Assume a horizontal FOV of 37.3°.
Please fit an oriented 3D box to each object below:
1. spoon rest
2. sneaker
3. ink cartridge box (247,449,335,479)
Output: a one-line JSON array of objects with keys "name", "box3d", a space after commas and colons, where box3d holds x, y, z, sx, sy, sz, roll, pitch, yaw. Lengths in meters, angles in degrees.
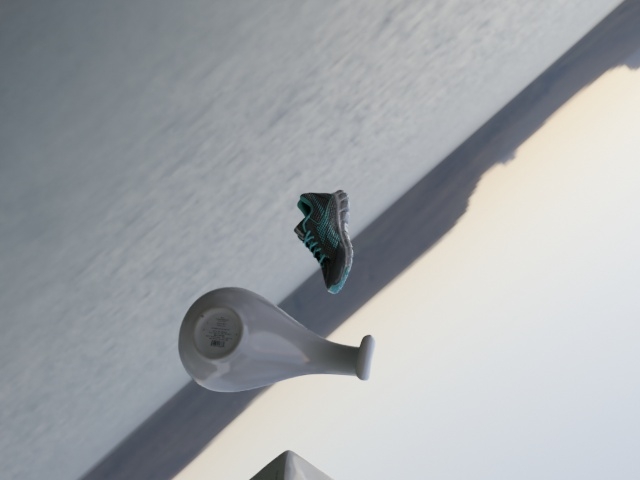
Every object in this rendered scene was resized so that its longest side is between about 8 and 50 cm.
[{"name": "spoon rest", "box3d": [-0.057, 0.135, 1.198, 0.084, 0.276, 0.137, 39, 61, -63]}, {"name": "sneaker", "box3d": [0.000, 0.000, 1.297, 0.065, 0.076, 0.166, 114, -22, -48]}, {"name": "ink cartridge box", "box3d": [-0.081, 0.406, 1.017, 0.353, 0.207, 0.119, -43, -159, 23]}]
